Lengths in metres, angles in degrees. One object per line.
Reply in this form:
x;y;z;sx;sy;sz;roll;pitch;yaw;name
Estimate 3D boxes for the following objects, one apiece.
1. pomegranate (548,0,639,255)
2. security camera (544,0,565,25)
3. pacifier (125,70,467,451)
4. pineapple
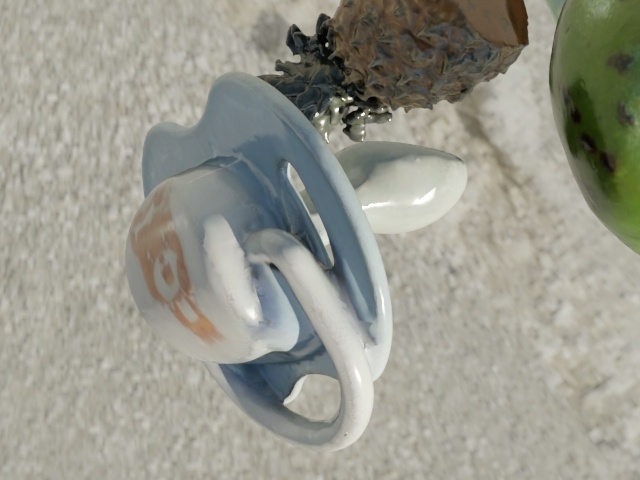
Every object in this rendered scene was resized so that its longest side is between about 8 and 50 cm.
0.242;-0.082;0.924;0.211;0.263;0.211;-15;110;-49;pomegranate
0.344;-0.263;1.694;0.236;0.194;0.194;-27;112;11;security camera
0.000;0.000;1.046;0.207;0.279;0.227;-30;93;-26;pacifier
0.049;-0.158;1.512;0.158;0.158;0.278;41;130;-20;pineapple
